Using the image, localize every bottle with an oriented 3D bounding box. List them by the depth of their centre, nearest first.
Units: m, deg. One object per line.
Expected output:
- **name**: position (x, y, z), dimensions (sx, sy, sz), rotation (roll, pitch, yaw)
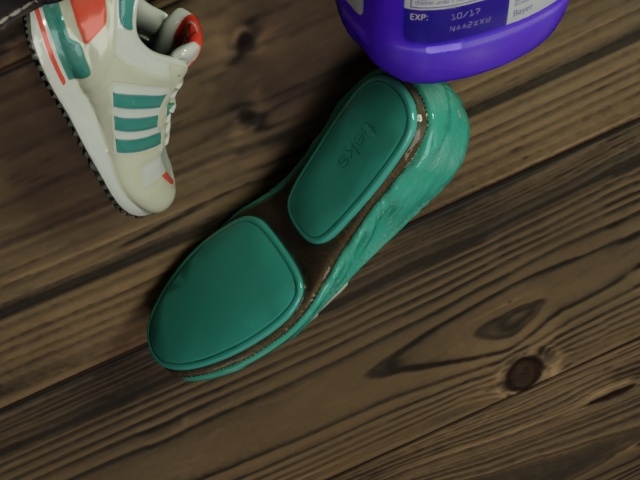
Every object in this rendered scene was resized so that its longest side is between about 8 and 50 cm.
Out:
- **bottle**: position (0.066, -0.200, 0.617), dimensions (0.118, 0.092, 0.283), rotation (-23, 142, -19)

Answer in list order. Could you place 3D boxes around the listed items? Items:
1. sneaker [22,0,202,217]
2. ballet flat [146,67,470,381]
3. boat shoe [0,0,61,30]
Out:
- **sneaker**: position (-0.087, -0.074, 0.713), dimensions (0.075, 0.057, 0.161), rotation (-20, 139, 3)
- **ballet flat**: position (0.000, 0.000, 0.828), dimensions (0.087, 0.083, 0.247), rotation (4, 137, -51)
- **boat shoe**: position (-0.103, -0.153, 0.585), dimensions (0.285, 0.092, 0.103), rotation (-34, 139, 11)
